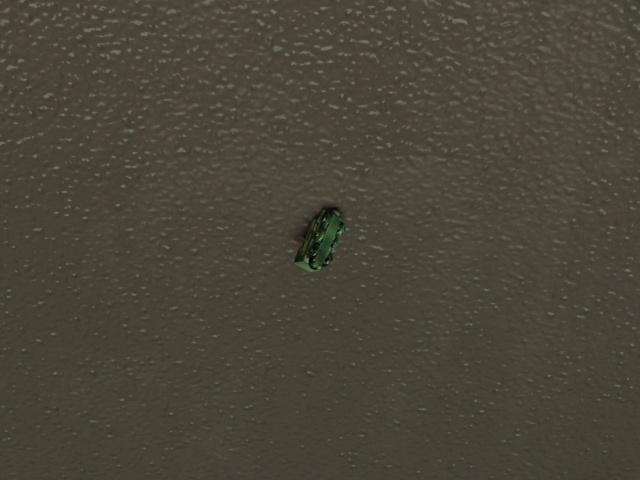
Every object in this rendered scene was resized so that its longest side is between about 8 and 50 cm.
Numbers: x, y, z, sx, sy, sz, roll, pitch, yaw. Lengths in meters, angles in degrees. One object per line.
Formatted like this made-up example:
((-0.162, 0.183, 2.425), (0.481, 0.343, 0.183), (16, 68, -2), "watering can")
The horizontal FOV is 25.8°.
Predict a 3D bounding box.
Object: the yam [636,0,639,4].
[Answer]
((0.445, -0.316, 1.390), (0.300, 0.195, 0.195), (-13, 136, -19), "yam")

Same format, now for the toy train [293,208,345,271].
((0.000, 0.000, 1.803), (0.033, 0.083, 0.053), (29, 163, -25), "toy train")
